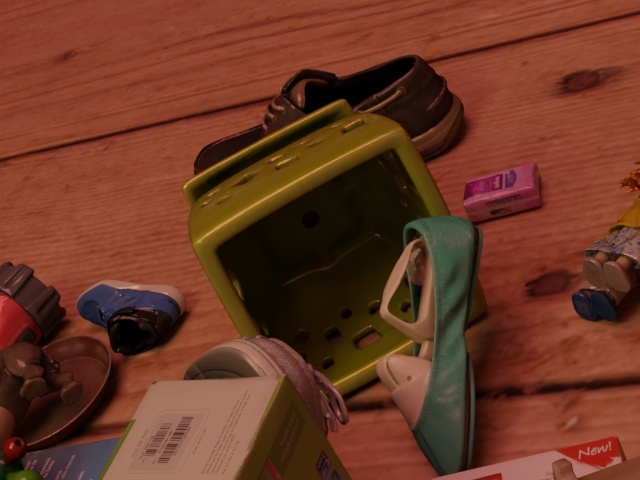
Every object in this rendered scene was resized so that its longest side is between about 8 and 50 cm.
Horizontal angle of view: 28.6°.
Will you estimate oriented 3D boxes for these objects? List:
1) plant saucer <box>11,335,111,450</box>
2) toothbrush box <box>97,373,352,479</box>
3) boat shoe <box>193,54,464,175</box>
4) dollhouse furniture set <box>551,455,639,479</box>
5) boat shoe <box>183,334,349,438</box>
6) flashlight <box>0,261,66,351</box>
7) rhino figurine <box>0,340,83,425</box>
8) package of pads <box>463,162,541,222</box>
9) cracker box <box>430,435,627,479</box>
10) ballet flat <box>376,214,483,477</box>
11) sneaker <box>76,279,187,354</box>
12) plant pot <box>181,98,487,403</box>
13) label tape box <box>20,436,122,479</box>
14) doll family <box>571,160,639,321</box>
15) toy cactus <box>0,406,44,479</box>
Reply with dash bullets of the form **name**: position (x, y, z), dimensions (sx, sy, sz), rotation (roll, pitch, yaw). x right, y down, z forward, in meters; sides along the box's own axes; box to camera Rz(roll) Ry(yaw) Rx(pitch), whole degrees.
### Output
- **plant saucer**: position (-0.304, 0.177, 1.417), dimensions (0.168, 0.029, 0.168), rotation (-21, 34, 15)
- **toothbrush box**: position (-0.047, 0.262, 0.869), dimensions (0.122, 0.283, 0.206), rotation (-8, 39, 32)
- **boat shoe**: position (-0.005, -0.149, 1.541), dimensions (0.356, 0.130, 0.132), rotation (-15, 35, 20)
- **dollhouse furniture set**: position (0.247, 0.242, 0.819), dimensions (0.303, 0.173, 0.355), rotation (-15, 14, -12)
- **boat shoe**: position (-0.038, 0.148, 1.037), dimensions (0.103, 0.320, 0.118), rotation (-36, 70, -19)
- **flashlight**: position (-0.434, 0.161, 1.477), dimensions (0.304, 0.103, 0.103), rotation (-50, 9, -27)
- **rhino figurine**: position (-0.379, 0.200, 1.351), dimensions (0.243, 0.073, 0.106), rotation (-38, 38, -11)
- **package of pads**: position (0.196, -0.051, 1.347), dimensions (0.083, 0.032, 0.050), rotation (-15, 32, 21)
- **cracker box**: position (0.162, 0.261, 0.912), dimensions (0.156, 0.067, 0.232), rotation (-17, 34, 16)
- **ballet flat**: position (0.092, 0.091, 1.111), dimensions (0.087, 0.083, 0.247), rotation (9, 67, -9)
- **sneaker**: position (-0.236, 0.092, 1.454), dimensions (0.152, 0.058, 0.084), rotation (0, 34, 28)
- **plant pot**: position (0.000, 0.000, 1.256), dimensions (0.227, 0.228, 0.207), rotation (-29, 26, -4)
- **label tape box**: position (-0.300, 0.316, 1.152), dimensions (0.334, 0.106, 0.240), rotation (-12, 36, 26)
- **doll family**: position (0.338, -0.006, 1.096), dimensions (0.263, 0.118, 0.163), rotation (15, 52, 47)
- **toy cactus**: position (-0.341, 0.213, 1.151), dimensions (0.219, 0.112, 0.180), rotation (-24, 21, 24)
